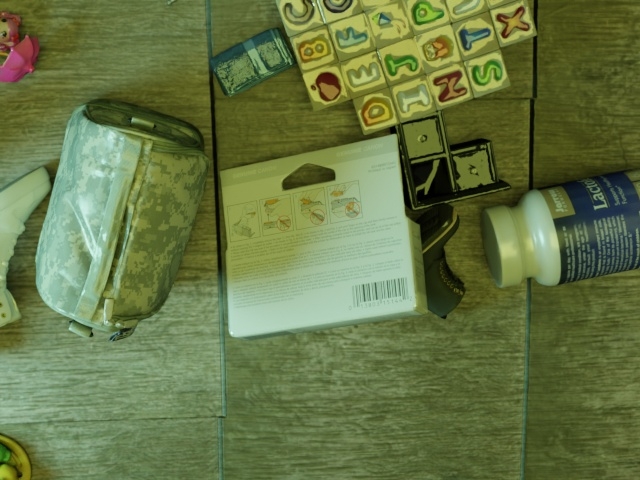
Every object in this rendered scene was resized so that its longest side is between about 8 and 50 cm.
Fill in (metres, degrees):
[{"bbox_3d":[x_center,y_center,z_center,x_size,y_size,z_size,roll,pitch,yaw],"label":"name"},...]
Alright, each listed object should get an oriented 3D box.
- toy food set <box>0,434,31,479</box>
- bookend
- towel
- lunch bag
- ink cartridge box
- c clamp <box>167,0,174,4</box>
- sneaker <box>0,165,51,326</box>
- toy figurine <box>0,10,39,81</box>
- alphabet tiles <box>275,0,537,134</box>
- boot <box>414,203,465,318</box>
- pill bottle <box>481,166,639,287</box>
[{"bbox_3d":[-0.564,0.357,1.647,0.218,0.071,0.128,20,98,-8],"label":"toy food set"},{"bbox_3d":[0.194,-0.139,1.613,0.157,0.072,0.156,-12,101,-3],"label":"bookend"},{"bbox_3d":[-0.103,-0.267,1.587,0.119,0.029,0.067,-26,101,1],"label":"towel"},{"bbox_3d":[-0.287,-0.035,1.501,0.213,0.256,0.305,16,99,-7],"label":"lunch bag"},{"bbox_3d":[0.000,0.000,1.574,0.296,0.066,0.261,-10,75,21],"label":"ink cartridge box"},{"bbox_3d":[-0.200,-0.449,1.550,0.137,0.022,0.160,-27,102,1],"label":"c clamp"},{"bbox_3d":[-0.477,0.034,1.552,0.292,0.108,0.169,-43,104,-19],"label":"sneaker"},{"bbox_3d":[-0.489,-0.290,1.530,0.159,0.130,0.173,1,76,-18],"label":"toy figurine"},{"bbox_3d":[0.125,-0.320,1.518,0.343,0.011,0.285,-18,105,3],"label":"alphabet tiles"},{"bbox_3d":[0.188,0.034,1.619,0.137,0.077,0.198,28,138,-14],"label":"boot"},{"bbox_3d":[0.387,-0.014,1.610,0.265,0.153,0.153,-12,101,-2],"label":"pill bottle"}]
